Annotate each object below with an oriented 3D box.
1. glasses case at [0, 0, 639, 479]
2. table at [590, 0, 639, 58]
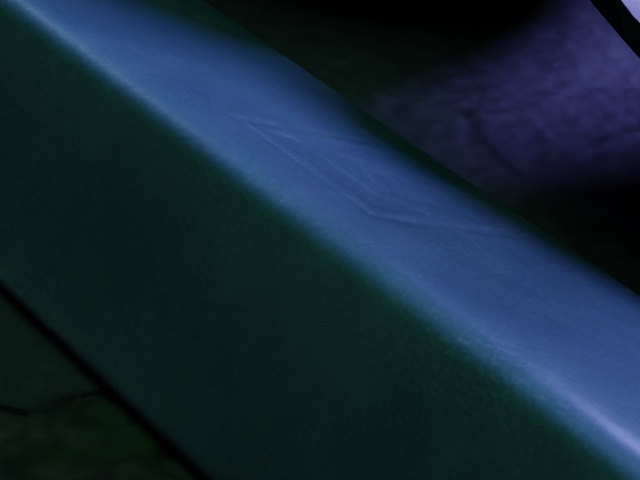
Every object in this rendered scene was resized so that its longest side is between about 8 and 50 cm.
[{"bbox_3d":[0.000,0.000,0.447,0.105,0.056,0.266,-21,41,-33],"label":"glasses case"},{"bbox_3d":[0.247,-0.145,0.437,0.317,0.249,0.317,8,49,-9],"label":"table"}]
